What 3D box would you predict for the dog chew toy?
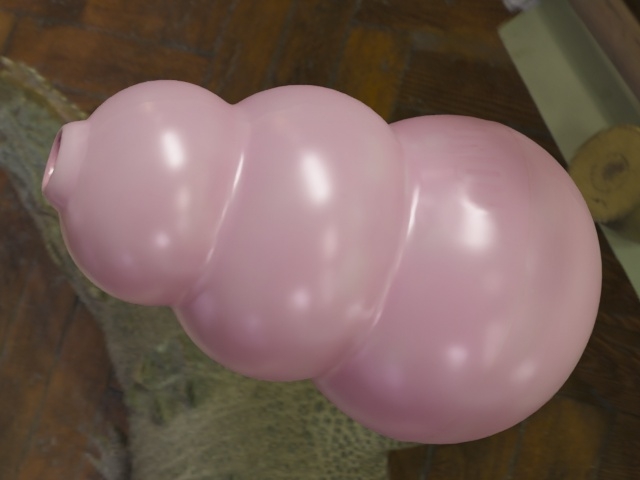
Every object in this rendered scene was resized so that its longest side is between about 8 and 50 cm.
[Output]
[{"bbox_3d":[0.000,0.000,0.743,0.206,0.332,0.206,-52,28,43],"label":"dog chew toy"}]
